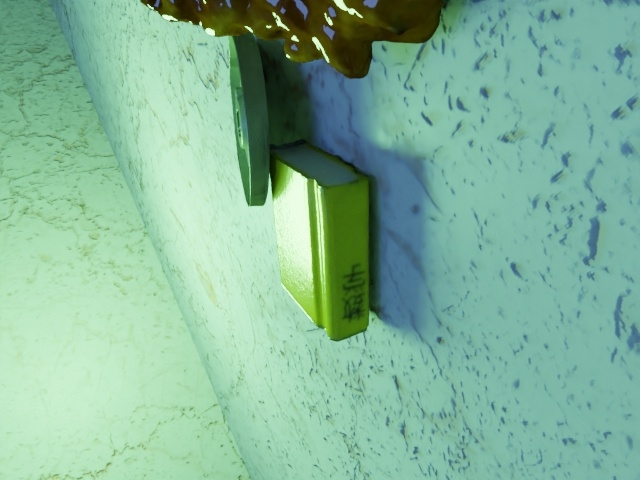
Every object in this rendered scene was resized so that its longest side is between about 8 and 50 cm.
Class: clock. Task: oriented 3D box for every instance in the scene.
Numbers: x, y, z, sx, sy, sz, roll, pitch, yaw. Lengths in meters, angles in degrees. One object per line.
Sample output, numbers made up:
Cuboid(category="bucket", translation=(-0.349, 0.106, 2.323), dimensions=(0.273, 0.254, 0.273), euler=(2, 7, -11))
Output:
Cuboid(category="clock", translation=(-0.103, -0.162, 0.681), dimensions=(0.235, 0.029, 0.234), euler=(174, 90, -77))

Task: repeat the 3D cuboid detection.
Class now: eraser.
Cuboid(category="eraser", translation=(0.000, 0.000, 0.631), dimensions=(0.158, 0.069, 0.226), euler=(39, 140, 49))

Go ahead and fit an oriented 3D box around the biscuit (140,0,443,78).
Cuboid(category="biscuit", translation=(-0.036, -0.284, 0.345), dimensions=(0.318, 0.110, 0.312), euler=(24, 146, 14))
